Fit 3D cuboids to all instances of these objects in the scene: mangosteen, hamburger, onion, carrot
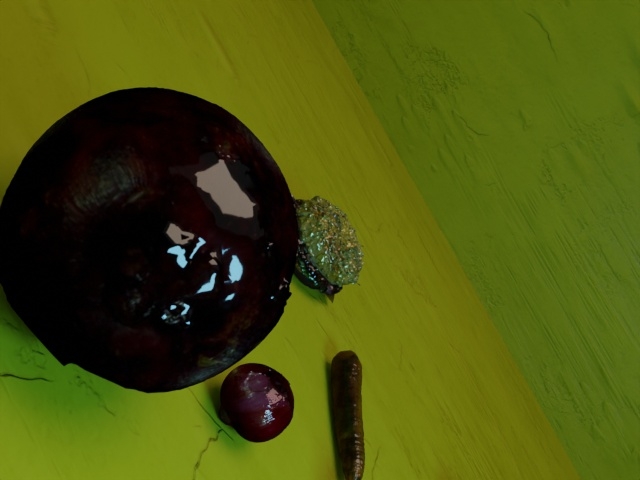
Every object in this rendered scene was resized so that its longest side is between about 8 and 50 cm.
[{"bbox_3d":[-0.228,0.009,1.084,0.380,0.421,0.381,5,80,-29],"label":"mangosteen"},{"bbox_3d":[0.000,0.000,1.880,0.261,0.138,0.243,38,30,-46],"label":"hamburger"},{"bbox_3d":[-0.102,0.255,1.326,0.131,0.131,0.131,47,23,-28],"label":"onion"},{"bbox_3d":[0.057,0.348,1.641,0.066,0.066,0.314,45,27,-34],"label":"carrot"}]
